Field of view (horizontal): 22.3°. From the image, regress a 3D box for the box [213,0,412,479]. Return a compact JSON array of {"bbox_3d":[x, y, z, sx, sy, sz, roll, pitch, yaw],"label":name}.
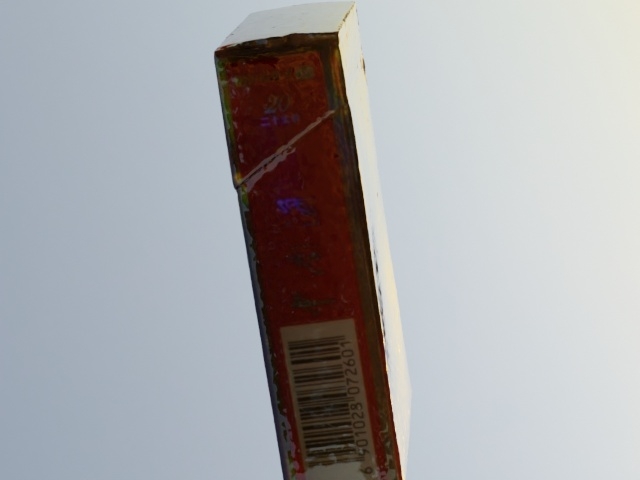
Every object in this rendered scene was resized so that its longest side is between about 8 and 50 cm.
[{"bbox_3d":[0.000,0.000,1.131,0.197,0.089,0.313,-69,-28,-74],"label":"box"}]
